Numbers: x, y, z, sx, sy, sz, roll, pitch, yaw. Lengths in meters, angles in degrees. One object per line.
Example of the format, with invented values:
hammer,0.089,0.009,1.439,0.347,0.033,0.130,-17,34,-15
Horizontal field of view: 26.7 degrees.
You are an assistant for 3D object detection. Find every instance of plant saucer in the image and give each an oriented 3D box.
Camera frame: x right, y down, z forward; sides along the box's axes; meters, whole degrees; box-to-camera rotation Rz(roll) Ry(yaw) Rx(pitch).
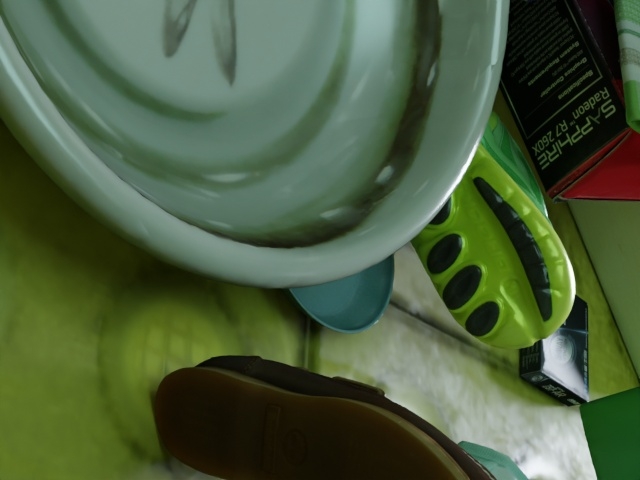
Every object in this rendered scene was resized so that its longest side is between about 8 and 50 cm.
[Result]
plant saucer,0.000,0.000,0.812,0.119,0.021,0.119,25,56,-44
plant saucer,-0.057,-0.172,0.719,0.400,0.101,0.400,7,80,-45

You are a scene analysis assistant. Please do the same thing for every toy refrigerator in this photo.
toy refrigerator,0.277,-0.017,1.106,0.102,0.094,0.269,-28,97,-52

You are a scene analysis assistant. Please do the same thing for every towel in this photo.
towel,0.233,-0.113,0.876,0.113,0.023,0.152,21,52,-22

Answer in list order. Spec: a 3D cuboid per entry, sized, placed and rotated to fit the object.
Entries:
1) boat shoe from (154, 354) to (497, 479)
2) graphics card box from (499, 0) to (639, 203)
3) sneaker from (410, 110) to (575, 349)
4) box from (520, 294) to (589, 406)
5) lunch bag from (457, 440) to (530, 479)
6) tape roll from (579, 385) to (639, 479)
boat shoe,0.012,0.099,0.641,0.073,0.207,0.073,1,105,-46
graphics card box,0.200,-0.204,0.996,0.233,0.094,0.371,0,59,-39
sneaker,0.073,-0.065,0.888,0.123,0.109,0.295,39,30,-80
box,0.174,0.073,1.000,0.067,0.018,0.083,33,51,-39
lunch bag,0.063,0.258,0.669,0.223,0.160,0.262,-30,104,-52
tape roll,0.247,0.248,0.855,0.321,0.077,0.321,-18,90,-81
